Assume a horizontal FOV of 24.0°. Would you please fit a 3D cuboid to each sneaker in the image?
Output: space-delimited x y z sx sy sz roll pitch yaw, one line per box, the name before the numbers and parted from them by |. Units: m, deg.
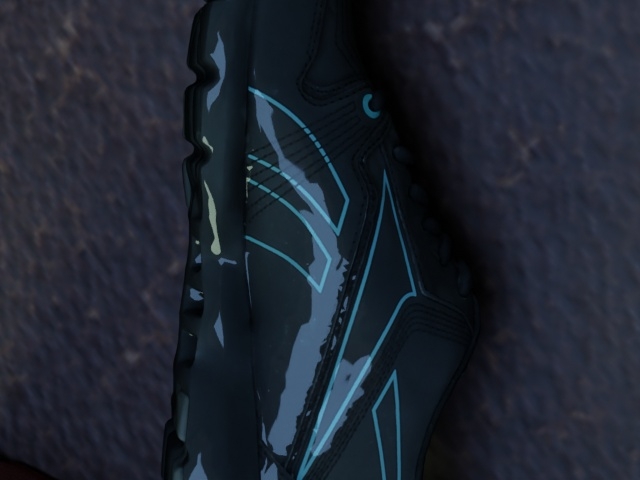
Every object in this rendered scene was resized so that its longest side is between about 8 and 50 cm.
sneaker | 0.000 0.000 0.537 0.106 0.101 0.267 2 96 -8

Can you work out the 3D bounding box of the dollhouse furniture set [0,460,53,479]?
dollhouse furniture set | -0.045 0.253 0.562 0.374 0.152 0.201 22 109 18
